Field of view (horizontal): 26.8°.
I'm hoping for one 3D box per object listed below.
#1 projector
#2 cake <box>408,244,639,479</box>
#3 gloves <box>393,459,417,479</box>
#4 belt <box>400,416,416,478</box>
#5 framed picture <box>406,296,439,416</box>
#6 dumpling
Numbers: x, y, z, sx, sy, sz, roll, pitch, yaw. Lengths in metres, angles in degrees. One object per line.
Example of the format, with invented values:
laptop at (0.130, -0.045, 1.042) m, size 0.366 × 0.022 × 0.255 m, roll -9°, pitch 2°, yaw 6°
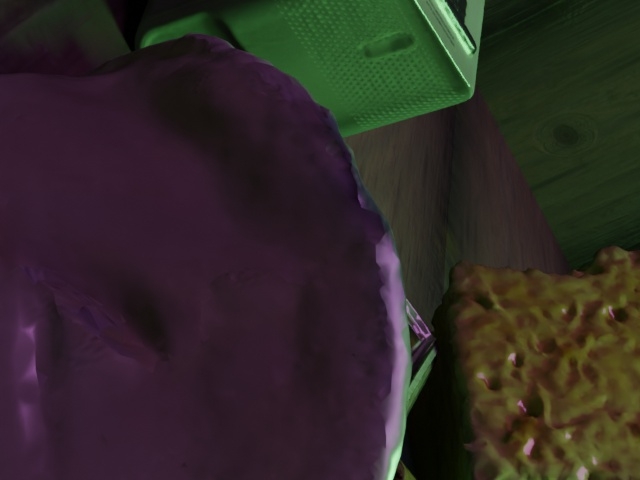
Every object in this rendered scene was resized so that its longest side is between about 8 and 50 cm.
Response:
projector at (-0.010, -0.172, 0.964) m, size 0.163 × 0.243 × 0.177 m, roll 54°, pitch 35°, yaw -38°
cake at (0.179, 0.175, 0.974) m, size 0.227 × 0.223 × 0.286 m, roll -93°, pitch -173°, yaw -46°
gloves at (0.028, 0.213, 0.634) m, size 0.331 × 0.141 × 0.154 m, roll 64°, pitch 14°, yaw -2°
belt at (0.031, 0.153, 0.835) m, size 0.072 × 0.087 × 0.302 m, roll 53°, pitch 19°, yaw -46°
framed picture at (0.000, 0.000, 0.782) m, size 0.216 × 0.016 × 0.273 m, roll 55°, pitch 9°, yaw 2°
dumpling at (-0.075, 0.055, 0.393) m, size 0.175 × 0.227 × 0.243 m, roll 9°, pitch 64°, yaw -69°
